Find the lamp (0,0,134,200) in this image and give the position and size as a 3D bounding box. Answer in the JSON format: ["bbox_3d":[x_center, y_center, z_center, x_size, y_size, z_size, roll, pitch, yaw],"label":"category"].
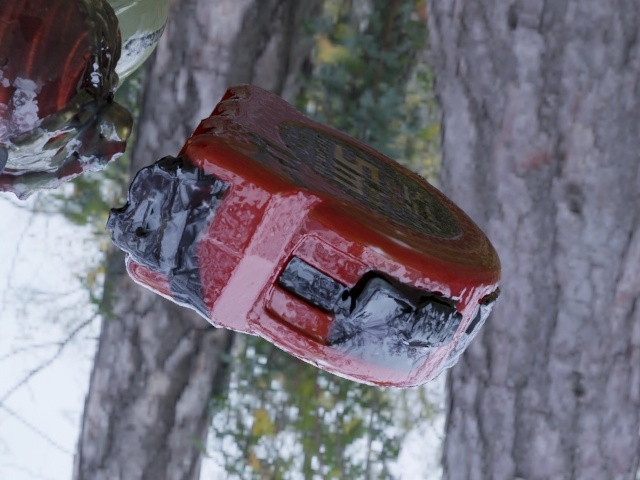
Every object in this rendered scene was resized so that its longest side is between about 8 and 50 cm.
[{"bbox_3d":[-0.229,-0.145,0.791,0.223,0.215,0.151,25,160,-17],"label":"lamp"}]

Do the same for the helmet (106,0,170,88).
[{"bbox_3d":[-0.219,-0.214,1.054,0.204,0.137,0.257,8,-143,21],"label":"helmet"}]

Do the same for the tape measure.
[{"bbox_3d":[0.000,0.000,0.776,0.260,0.114,0.253,29,-163,-7],"label":"tape measure"}]

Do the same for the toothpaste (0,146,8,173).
[{"bbox_3d":[-0.366,-0.064,0.606,0.371,0.125,0.080,22,151,-2],"label":"toothpaste"}]
